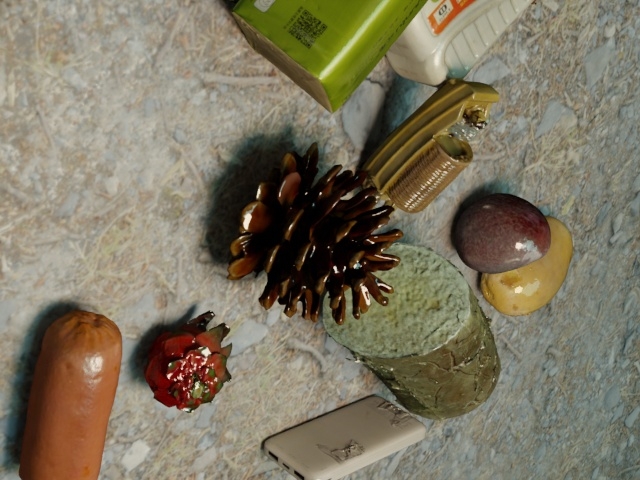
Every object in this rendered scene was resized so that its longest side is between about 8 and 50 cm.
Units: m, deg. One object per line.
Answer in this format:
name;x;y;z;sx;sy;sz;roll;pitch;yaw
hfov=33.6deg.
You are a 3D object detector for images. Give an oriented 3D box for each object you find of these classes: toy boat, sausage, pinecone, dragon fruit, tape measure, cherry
toy boat;0.164;-0.128;1.647;0.089;0.115;0.310;0;148;-42
sausage;-0.335;0.217;1.429;0.113;0.113;0.259;-5;116;-44
pinecone;0.001;0.005;1.547;0.264;0.264;0.264;-24;128;-35
dragon fruit;-0.191;0.182;1.551;0.130;0.121;0.142;-37;173;21
tape measure;0.192;-0.380;1.603;0.258;0.130;0.265;-48;133;-13
cherry;0.329;-0.012;1.927;0.176;0.176;0.140;-27;104;-32

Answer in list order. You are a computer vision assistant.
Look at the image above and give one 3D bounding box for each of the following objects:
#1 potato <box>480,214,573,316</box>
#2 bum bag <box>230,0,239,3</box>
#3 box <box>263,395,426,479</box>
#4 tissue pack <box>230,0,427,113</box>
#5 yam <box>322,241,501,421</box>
potato;0.413;0.054;2.082;0.234;0.146;0.150;-38;165;-25
bum bag;-0.063;-0.403;1.377;0.232;0.060;0.107;-50;140;-12
box;0.047;0.349;1.866;0.285;0.142;0.044;-15;122;-40
tissue pack;0.040;-0.331;1.378;0.275;0.167;0.200;-49;174;-1
yam;0.171;0.168;1.822;0.241;0.241;0.348;-51;144;-10
